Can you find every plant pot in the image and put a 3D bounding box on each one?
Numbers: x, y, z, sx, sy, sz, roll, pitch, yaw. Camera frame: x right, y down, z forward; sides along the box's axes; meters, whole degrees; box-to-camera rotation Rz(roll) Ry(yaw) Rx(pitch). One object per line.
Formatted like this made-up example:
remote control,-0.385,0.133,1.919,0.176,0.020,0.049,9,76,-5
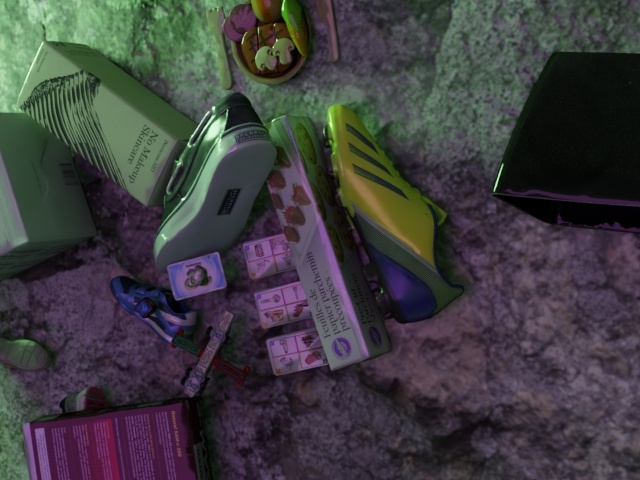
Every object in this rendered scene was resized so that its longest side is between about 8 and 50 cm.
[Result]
plant pot,0.311,-0.104,1.336,0.188,0.187,0.167,5,83,30

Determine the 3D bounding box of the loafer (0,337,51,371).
loafer,-0.451,0.173,1.886,0.125,0.039,0.045,9,65,27

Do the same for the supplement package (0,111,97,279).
supplement package,-0.466,-0.058,1.809,0.203,0.149,0.194,-23,82,30

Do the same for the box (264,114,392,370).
box,0.000,0.000,1.586,0.063,0.067,0.324,-24,80,30

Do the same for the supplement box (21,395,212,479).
supplement box,-0.277,0.293,1.721,0.239,0.073,0.130,-8,89,10

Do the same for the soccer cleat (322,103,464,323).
soccer cleat,0.086,-0.040,1.535,0.121,0.093,0.289,-20,77,0

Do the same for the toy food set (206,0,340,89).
toy food set,-0.070,-0.268,1.624,0.192,0.038,0.132,-12,87,31

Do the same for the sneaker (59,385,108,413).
sneaker,-0.341,0.295,1.812,0.075,0.063,0.170,-6,92,38

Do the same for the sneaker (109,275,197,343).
sneaker,-0.227,0.085,1.734,0.144,0.053,0.059,34,113,15

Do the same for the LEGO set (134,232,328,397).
LEGO set,-0.120,0.103,1.669,0.244,0.060,0.182,-15,87,12

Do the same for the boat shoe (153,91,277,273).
boat shoe,-0.150,-0.071,1.622,0.301,0.108,0.102,-58,46,48

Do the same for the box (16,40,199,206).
box,-0.283,-0.162,1.725,0.275,0.094,0.113,35,110,25
